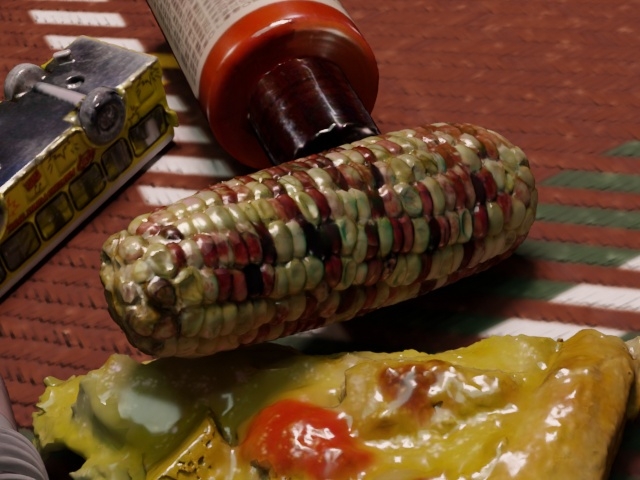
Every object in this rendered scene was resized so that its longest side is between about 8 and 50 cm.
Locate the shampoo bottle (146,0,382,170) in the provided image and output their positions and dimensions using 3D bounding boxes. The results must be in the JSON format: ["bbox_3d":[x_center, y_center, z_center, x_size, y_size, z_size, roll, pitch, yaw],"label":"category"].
[{"bbox_3d":[-0.032,-0.113,0.900,0.104,0.104,0.278,-21,41,-7],"label":"shampoo bottle"}]

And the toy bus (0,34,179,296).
[{"bbox_3d":[-0.180,-0.031,0.876,0.081,0.074,0.226,17,50,34],"label":"toy bus"}]

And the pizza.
[{"bbox_3d":[-0.028,0.107,0.670,0.288,0.075,0.280,12,46,28],"label":"pizza"}]

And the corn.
[{"bbox_3d":[0.000,0.000,0.727,0.253,0.086,0.086,-18,35,-38],"label":"corn"}]

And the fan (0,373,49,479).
[{"bbox_3d":[-0.154,0.121,0.671,0.074,0.130,0.244,-19,26,-11],"label":"fan"}]
